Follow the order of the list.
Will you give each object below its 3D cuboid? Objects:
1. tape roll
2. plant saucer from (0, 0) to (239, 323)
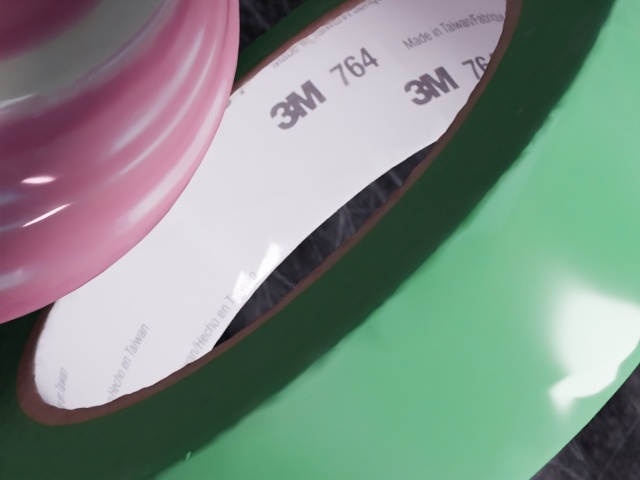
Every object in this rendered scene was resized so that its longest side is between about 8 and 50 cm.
[{"bbox_3d":[0.000,0.000,0.567,0.077,0.321,0.321,46,49,-20],"label":"tape roll"},{"bbox_3d":[-0.175,-0.126,0.546,0.332,0.084,0.332,14,57,-22],"label":"plant saucer"}]
